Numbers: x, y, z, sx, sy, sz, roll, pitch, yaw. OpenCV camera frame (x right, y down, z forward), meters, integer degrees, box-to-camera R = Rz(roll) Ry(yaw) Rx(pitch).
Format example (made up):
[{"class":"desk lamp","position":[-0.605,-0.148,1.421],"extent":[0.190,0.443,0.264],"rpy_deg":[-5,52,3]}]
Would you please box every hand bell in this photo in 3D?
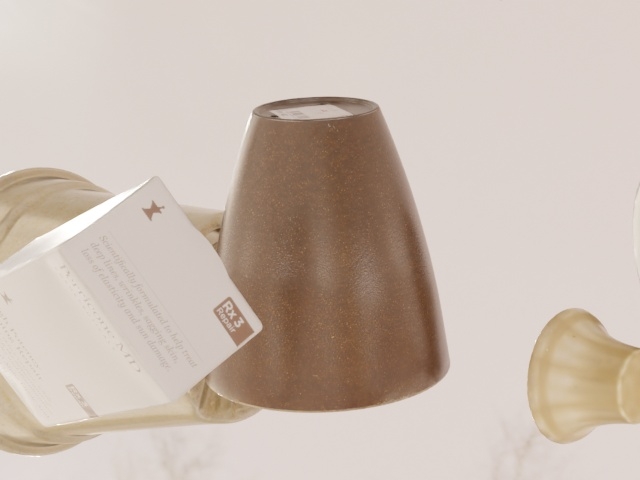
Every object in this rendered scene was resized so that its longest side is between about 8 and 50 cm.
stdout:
[{"class":"hand bell","position":[0.312,0.130,1.299],"extent":[0.242,0.126,0.126],"rpy_deg":[4,-75,46]}]

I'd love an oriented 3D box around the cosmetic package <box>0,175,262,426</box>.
[{"class":"cosmetic package","position":[-0.144,0.046,0.970],"extent":[0.117,0.085,0.231],"rpy_deg":[55,-28,-8]}]

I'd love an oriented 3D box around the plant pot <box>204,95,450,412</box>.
[{"class":"plant pot","position":[0.000,0.000,1.282],"extent":[0.215,0.215,0.230],"rpy_deg":[28,-56,60]}]

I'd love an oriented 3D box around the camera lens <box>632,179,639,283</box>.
[{"class":"camera lens","position":[0.467,0.000,1.455],"extent":[0.219,0.274,0.219],"rpy_deg":[170,-90,-81]}]

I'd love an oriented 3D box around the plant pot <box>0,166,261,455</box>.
[{"class":"plant pot","position":[-0.202,0.081,1.652],"extent":[0.305,0.334,0.333],"rpy_deg":[0,-79,37]}]
